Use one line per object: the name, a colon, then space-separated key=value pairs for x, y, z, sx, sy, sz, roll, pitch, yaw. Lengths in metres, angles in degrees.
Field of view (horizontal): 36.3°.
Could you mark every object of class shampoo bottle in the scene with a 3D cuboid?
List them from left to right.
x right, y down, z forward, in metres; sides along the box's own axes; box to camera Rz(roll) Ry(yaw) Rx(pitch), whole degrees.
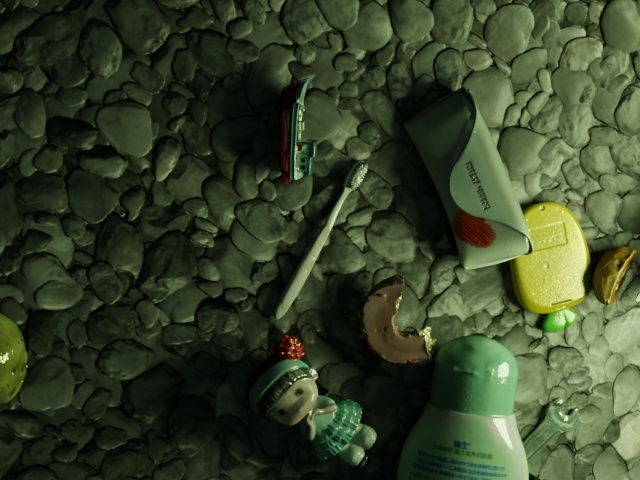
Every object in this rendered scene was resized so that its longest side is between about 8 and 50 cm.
shampoo bottle: x=0.249 y=0.336 z=1.661 sx=0.221 sy=0.151 sz=0.350 roll=7 pitch=92 yaw=17

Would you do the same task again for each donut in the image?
donut: x=0.121 y=0.145 z=1.662 sx=0.117 sy=0.065 sz=0.166 roll=-20 pitch=95 yaw=14

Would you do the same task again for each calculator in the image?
calculator: x=0.406 y=0.048 z=1.722 sx=0.146 sy=0.032 sz=0.235 roll=-14 pitch=97 yaw=-8

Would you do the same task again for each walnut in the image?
walnut: x=0.510 y=0.058 z=1.720 sx=0.052 sy=0.091 sz=0.121 roll=25 pitch=63 yaw=26

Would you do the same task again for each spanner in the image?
spanner: x=0.351 y=0.402 z=1.760 sx=0.302 sy=0.017 sz=0.071 roll=-45 pitch=100 yaw=-3

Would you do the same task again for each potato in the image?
potato: x=-0.596 y=0.172 z=1.529 sx=0.271 sy=0.111 sz=0.160 roll=22 pitch=94 yaw=-10

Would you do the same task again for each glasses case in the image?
glasses case: x=0.252 y=-0.096 z=1.645 sx=0.128 sy=0.083 sz=0.308 roll=-23 pitch=93 yaw=2

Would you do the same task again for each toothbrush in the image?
toothbrush: x=0.000 y=0.000 z=1.649 sx=0.025 sy=0.029 sz=0.307 roll=29 pitch=91 yaw=-19

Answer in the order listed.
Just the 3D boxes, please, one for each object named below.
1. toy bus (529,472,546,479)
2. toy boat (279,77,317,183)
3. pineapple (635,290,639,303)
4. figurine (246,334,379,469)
toy bus: x=0.366 y=0.502 z=1.735 sx=0.079 sy=0.092 sz=0.160 roll=38 pitch=83 yaw=-10
toy boat: x=-0.036 y=-0.179 z=1.603 sx=0.058 sy=0.069 sz=0.173 roll=1 pitch=97 yaw=5
pineapple: x=0.671 y=-0.029 z=1.696 sx=0.165 sy=0.165 sz=0.364 roll=32 pitch=92 yaw=-11
figurine: x=-0.010 y=0.277 z=1.644 sx=0.245 sy=0.110 sz=0.138 roll=39 pitch=79 yaw=-14
